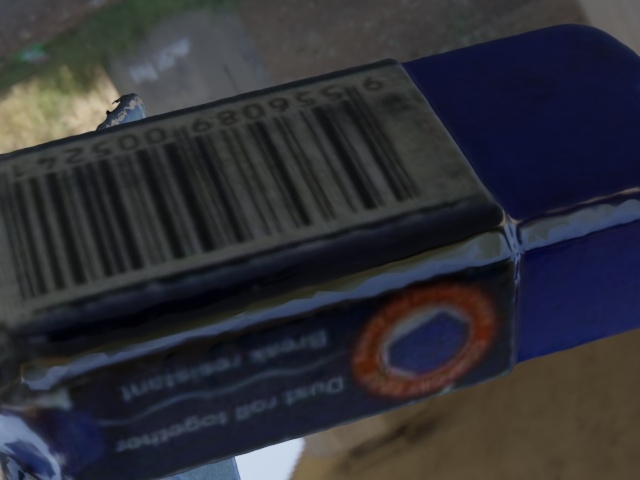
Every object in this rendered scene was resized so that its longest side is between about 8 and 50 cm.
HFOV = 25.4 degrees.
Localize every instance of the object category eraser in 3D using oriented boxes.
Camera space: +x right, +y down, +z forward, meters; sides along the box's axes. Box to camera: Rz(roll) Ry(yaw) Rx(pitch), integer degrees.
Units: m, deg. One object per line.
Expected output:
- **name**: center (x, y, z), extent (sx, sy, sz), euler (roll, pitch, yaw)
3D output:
- **eraser**: center (0.000, 0.000, 0.636), extent (0.332, 0.101, 0.155), euler (-14, -137, -12)

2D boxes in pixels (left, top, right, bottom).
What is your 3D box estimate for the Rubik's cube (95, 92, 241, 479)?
- **Rubik's cube**: center (-0.187, 0.063, 0.937), extent (0.228, 0.228, 0.233), euler (-12, -143, -26)
